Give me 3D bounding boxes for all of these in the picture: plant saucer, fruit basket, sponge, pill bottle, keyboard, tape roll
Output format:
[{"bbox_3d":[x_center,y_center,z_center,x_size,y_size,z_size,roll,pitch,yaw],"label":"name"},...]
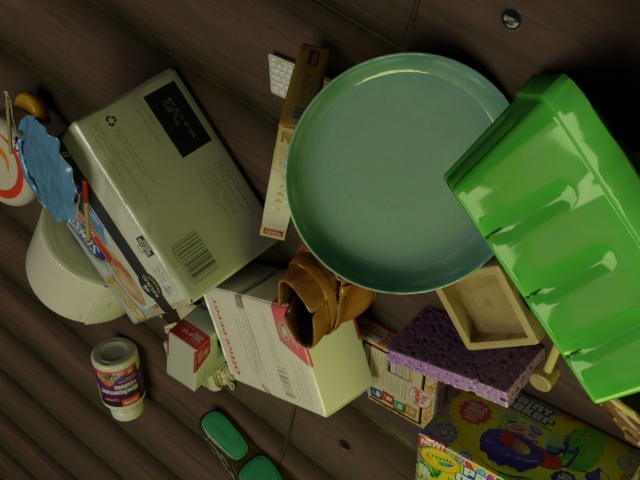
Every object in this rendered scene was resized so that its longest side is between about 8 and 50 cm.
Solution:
[{"bbox_3d":[0.112,-0.086,1.228,0.317,0.318,0.043,63,-176,-15],"label":"plant saucer"},{"bbox_3d":[0.369,-0.045,1.039,0.392,0.283,0.392,1,100,4],"label":"fruit basket"},{"bbox_3d":[0.215,0.169,1.411,0.210,0.117,0.031,17,133,35],"label":"sponge"},{"bbox_3d":[-0.471,0.332,2.219,0.108,0.108,0.193,23,134,31],"label":"pill bottle"},{"bbox_3d":[0.025,-0.204,1.382,0.256,0.014,0.072,28,136,27],"label":"keyboard"},{"bbox_3d":[-0.432,0.016,1.822,0.246,0.246,0.169,47,141,5],"label":"tape roll"}]

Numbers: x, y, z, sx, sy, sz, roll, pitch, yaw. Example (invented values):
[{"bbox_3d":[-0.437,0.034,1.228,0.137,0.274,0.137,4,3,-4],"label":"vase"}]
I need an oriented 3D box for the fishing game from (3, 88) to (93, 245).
[{"bbox_3d":[-0.431,-0.114,1.512,0.264,0.041,0.189,41,141,30],"label":"fishing game"}]

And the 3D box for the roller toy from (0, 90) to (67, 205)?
[{"bbox_3d":[-0.597,-0.180,1.904,0.191,0.146,0.209,-19,100,41],"label":"roller toy"}]

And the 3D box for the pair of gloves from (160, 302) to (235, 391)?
[{"bbox_3d":[-0.276,0.215,1.990,0.204,0.042,0.240,19,132,34],"label":"pair of gloves"}]

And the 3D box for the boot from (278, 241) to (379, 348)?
[{"bbox_3d":[0.000,0.000,1.402,0.109,0.220,0.283,10,126,40],"label":"boot"}]

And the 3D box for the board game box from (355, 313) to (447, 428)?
[{"bbox_3d":[0.123,0.224,1.602,0.193,0.045,0.146,26,135,28],"label":"board game box"}]

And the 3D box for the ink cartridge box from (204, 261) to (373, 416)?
[{"bbox_3d":[-0.061,0.161,1.632,0.283,0.117,0.207,10,122,52],"label":"ink cartridge box"}]

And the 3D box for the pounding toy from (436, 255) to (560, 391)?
[{"bbox_3d":[0.285,0.101,1.307,0.181,0.094,0.206,-14,111,49],"label":"pounding toy"}]

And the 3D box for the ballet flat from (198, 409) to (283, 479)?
[{"bbox_3d":[-0.168,0.494,2.077,0.280,0.095,0.096,51,153,16],"label":"ballet flat"}]

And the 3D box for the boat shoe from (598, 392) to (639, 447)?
[{"bbox_3d":[0.453,0.258,1.298,0.178,0.064,0.060,46,147,16],"label":"boat shoe"}]

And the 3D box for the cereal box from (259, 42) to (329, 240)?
[{"bbox_3d":[-0.040,-0.138,1.360,0.047,0.173,0.240,13,141,-2],"label":"cereal box"}]

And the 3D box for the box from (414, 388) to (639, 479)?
[{"bbox_3d":[0.310,0.402,1.459,0.290,0.177,0.279,24,134,29],"label":"box"}]

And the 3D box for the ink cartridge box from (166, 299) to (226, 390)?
[{"bbox_3d":[-0.208,0.179,1.787,0.072,0.175,0.127,30,138,20],"label":"ink cartridge box"}]

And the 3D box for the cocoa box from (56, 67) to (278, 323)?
[{"bbox_3d":[-0.287,-0.069,1.619,0.228,0.231,0.347,-22,103,51],"label":"cocoa box"}]
